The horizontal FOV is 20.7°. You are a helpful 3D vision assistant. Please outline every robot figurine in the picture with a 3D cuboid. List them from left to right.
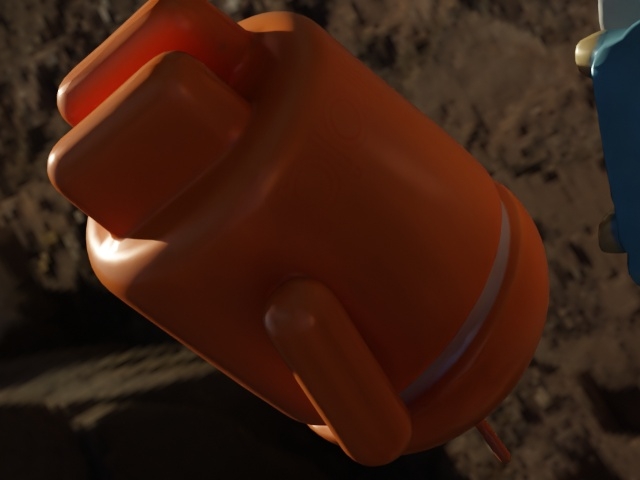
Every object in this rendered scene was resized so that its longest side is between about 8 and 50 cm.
[{"bbox_3d":[0.000,0.002,0.668,0.219,0.128,0.158,37,171,-29],"label":"robot figurine"}]

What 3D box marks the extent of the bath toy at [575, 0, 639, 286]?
[{"bbox_3d":[0.193,-0.079,0.694,0.129,0.348,0.151,-4,115,19],"label":"bath toy"}]
